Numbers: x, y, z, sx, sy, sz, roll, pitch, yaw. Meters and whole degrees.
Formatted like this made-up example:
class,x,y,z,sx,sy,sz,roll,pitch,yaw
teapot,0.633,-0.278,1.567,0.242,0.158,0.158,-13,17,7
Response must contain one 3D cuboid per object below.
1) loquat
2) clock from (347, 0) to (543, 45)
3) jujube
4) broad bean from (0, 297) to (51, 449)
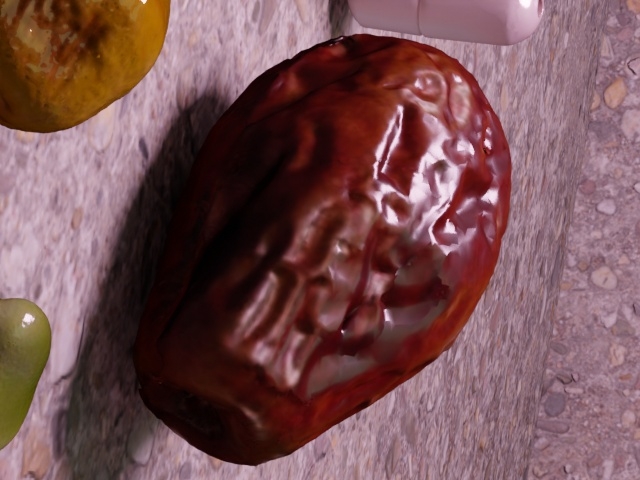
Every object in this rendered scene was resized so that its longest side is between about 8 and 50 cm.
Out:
class,x,y,z,sx,sy,sz,roll,pitch,yaw
loquat,-0.122,-0.115,0.743,0.137,0.113,0.137,-13,105,-58
clock,0.105,-0.351,1.281,0.325,0.184,0.342,74,25,-46
jujube,0.000,0.000,1.076,0.290,0.197,0.197,-55,152,-30
broad bean,-0.155,0.063,0.840,0.063,0.045,0.083,-30,135,-67
